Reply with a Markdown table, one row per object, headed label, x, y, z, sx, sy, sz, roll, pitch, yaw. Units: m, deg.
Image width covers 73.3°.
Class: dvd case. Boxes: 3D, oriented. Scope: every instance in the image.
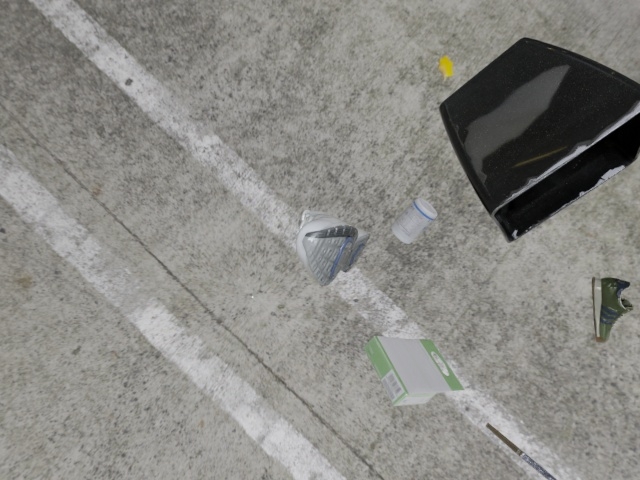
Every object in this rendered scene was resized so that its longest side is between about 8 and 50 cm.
| label | x | y | z | sx | sy | sz | roll | pitch | yaw |
| --- | --- | --- | --- | --- | --- | --- | --- | --- | --- |
| dvd case | 0.554 | 0.585 | 1.157 | 0.164 | 0.221 | 0.018 | 40 | 85 | 3 |

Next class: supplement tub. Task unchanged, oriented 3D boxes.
| label | x | y | z | sx | sy | sz | roll | pitch | yaw |
| --- | --- | --- | --- | --- | --- | --- | --- | --- | --- |
| supplement tub | 0.242 | -0.051 | 1.114 | 0.071 | 0.071 | 0.107 | 38 | 118 | -2 |

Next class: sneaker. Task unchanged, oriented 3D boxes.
| label | x | y | z | sx | sy | sz | roll | pitch | yaw |
| --- | --- | --- | --- | --- | --- | --- | --- | --- | --- |
| sneaker | 0.000 | 0.000 | 0.763 | 0.129 | 0.297 | 0.111 | 32 | 95 | 11 |
| sneaker | 0.733 | 0.177 | 1.076 | 0.086 | 0.064 | 0.192 | -4 | 114 | 30 |

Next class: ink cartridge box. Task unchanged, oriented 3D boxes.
| label | x | y | z | sx | sy | sz | roll | pitch | yaw |
| --- | --- | --- | --- | --- | --- | --- | --- | --- | --- |
| ink cartridge box | 0.241 | 0.330 | 1.103 | 0.234 | 0.171 | 0.056 | 15 | 122 | -38 |

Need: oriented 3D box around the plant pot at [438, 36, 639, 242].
| label | x | y | z | sx | sy | sz | roll | pitch | yaw |
| --- | --- | --- | --- | --- | --- | --- | --- | --- | --- |
| plant pot | 0.257 | -0.129 | 0.539 | 0.187 | 0.188 | 0.167 | -38 | 65 | 18 |
